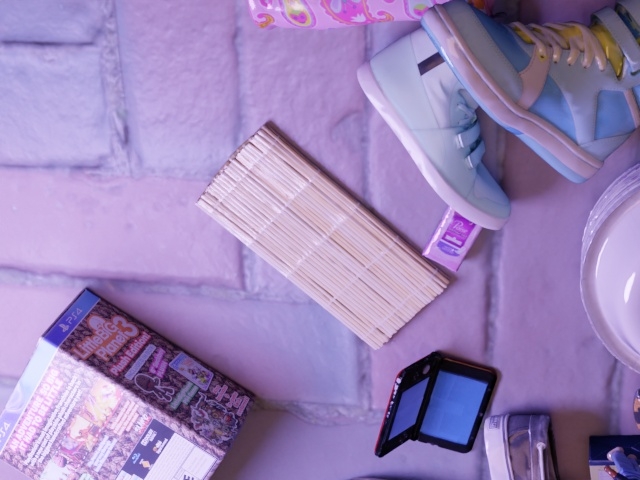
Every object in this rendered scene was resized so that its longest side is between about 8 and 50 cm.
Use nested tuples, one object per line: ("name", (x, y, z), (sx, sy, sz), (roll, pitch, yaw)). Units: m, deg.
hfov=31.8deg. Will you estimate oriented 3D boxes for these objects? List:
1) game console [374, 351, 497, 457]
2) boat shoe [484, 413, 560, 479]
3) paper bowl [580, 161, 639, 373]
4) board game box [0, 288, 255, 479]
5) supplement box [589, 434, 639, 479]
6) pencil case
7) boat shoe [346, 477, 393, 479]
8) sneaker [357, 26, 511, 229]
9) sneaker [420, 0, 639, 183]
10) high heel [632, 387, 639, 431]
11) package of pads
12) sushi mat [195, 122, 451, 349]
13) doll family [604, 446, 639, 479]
("game console", (0.150, 0.229, 1.483), (0.085, 0.124, 0.144), (31, 123, 30))
("boat shoe", (0.300, 0.365, 1.500), (0.102, 0.108, 0.301), (-9, 106, 21))
("paper bowl", (0.440, 0.044, 1.276), (0.284, 0.148, 0.284), (6, 115, 12))
("board game box", (-0.281, 0.255, 1.576), (0.291, 0.141, 0.232), (33, 119, -2))
("supplement box", (0.395, 0.304, 1.465), (0.083, 0.056, 0.083), (-4, 114, 16))
("pencil case", (0.060, -0.293, 1.232), (0.284, 0.124, 0.124), (-1, 115, 15))
("boat shoe", (0.118, 0.420, 1.502), (0.355, 0.130, 0.132), (10, 116, 39))
("sneaker", (0.175, -0.137, 1.289), (0.151, 0.094, 0.256), (-34, 104, 23))
("sneaker", (0.258, -0.205, 1.169), (0.208, 0.127, 0.319), (-41, 139, 19))
("high heel", (0.519, 0.210, 1.361), (0.186, 0.093, 0.261), (44, 127, -15))
("package of pads", (0.166, -0.006, 1.390), (0.050, 0.032, 0.083), (26, 119, -1))
("sushi mat", (0.000, 0.000, 1.446), (0.316, 0.019, 0.151), (39, 120, -6))
("doll family", (0.423, 0.325, 1.373), (0.193, 0.111, 0.076), (19, 114, -5))
